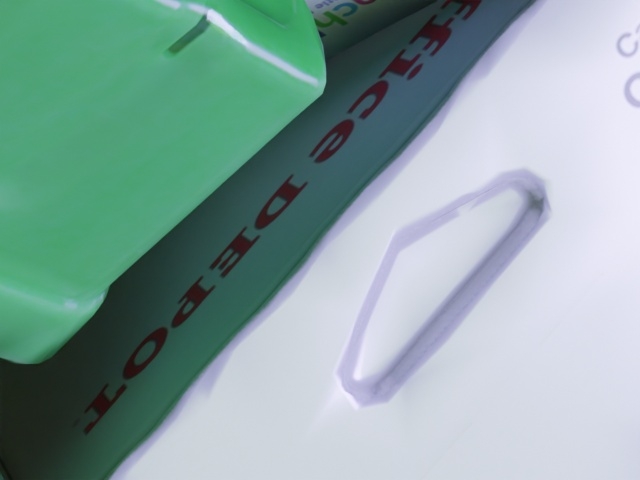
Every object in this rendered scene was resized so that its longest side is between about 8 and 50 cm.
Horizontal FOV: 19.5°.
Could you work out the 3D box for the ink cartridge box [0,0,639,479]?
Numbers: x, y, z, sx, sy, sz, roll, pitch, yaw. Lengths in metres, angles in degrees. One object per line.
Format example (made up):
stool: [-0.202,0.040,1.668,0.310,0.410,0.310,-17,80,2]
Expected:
ink cartridge box: [0.000,0.000,0.594,0.131,0.306,0.226,43,86,-23]

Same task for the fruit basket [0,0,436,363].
fruit basket: [-0.194,-0.055,0.429,0.327,0.353,0.165,23,57,-50]
